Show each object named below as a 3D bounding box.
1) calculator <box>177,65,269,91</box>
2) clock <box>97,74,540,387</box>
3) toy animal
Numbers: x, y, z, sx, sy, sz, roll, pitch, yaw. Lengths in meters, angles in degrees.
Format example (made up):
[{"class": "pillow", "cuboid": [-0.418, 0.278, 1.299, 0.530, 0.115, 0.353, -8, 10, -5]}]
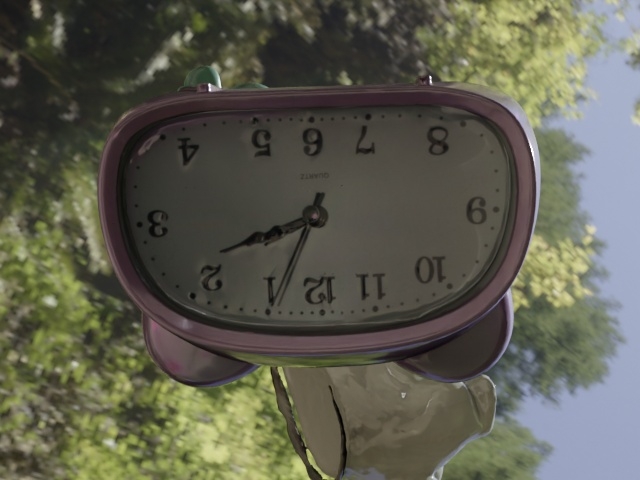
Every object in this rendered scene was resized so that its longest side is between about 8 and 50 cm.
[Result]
[{"class": "calculator", "cuboid": [-0.040, -0.053, 0.941, 0.095, 0.153, 0.021, -48, -166, -34]}, {"class": "clock", "cuboid": [0.000, 0.000, 0.474, 0.153, 0.050, 0.110, -2, -84, 3]}, {"class": "toy animal", "cuboid": [0.039, 0.056, 1.138, 0.208, 0.154, 0.325, 9, -72, 62]}]
